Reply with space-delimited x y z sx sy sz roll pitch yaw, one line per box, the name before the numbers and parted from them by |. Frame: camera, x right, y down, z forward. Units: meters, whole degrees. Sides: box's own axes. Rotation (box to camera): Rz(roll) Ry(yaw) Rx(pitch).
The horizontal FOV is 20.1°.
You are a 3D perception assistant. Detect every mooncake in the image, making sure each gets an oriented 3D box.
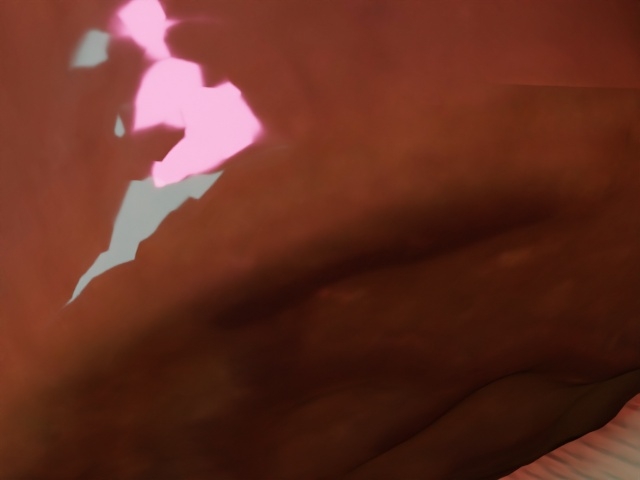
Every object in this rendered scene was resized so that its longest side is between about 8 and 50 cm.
mooncake | 0.000 0.000 0.608 0.284 0.284 0.155 -45 55 36
